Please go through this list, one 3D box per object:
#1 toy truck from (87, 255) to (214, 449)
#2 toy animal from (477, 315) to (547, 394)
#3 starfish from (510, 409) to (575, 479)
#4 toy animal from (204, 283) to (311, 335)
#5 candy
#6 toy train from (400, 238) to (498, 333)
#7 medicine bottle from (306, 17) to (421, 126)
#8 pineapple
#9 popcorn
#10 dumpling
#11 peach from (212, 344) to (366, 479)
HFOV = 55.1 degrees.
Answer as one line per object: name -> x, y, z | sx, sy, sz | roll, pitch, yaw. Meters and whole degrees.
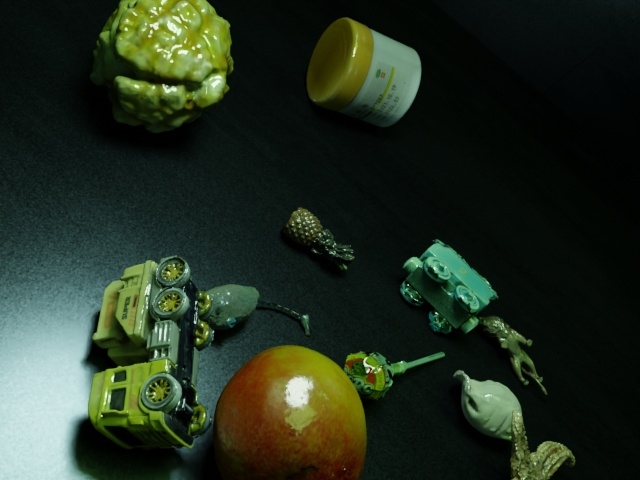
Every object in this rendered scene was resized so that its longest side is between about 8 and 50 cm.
toy truck -> -0.246, 0.155, 0.868 | 0.157, 0.124, 0.272 | -11, 53, 8
toy animal -> 0.437, 0.249, 1.365 | 0.069, 0.086, 0.219 | -31, 76, -9
starfish -> 0.393, 0.472, 1.111 | 0.299, 0.060, 0.302 | 54, 45, -19
toy animal -> -0.123, 0.121, 1.073 | 0.253, 0.070, 0.079 | 13, 79, -45
candy -> 0.152, 0.237, 1.172 | 0.306, 0.083, 0.091 | -2, 36, -50
toy train -> 0.279, 0.105, 1.359 | 0.203, 0.112, 0.163 | 47, 33, 9
medicine bottle -> 0.116, -0.450, 1.671 | 0.232, 0.238, 0.237 | 14, 45, -29
pineapple -> 0.000, 0.000, 1.268 | 0.159, 0.074, 0.074 | 38, 39, -3
popcorn -> -0.318, -0.378, 1.242 | 0.275, 0.279, 0.335 | 7, 58, -8
dumpling -> 0.330, 0.321, 1.211 | 0.169, 0.099, 0.134 | 21, 10, -6
peach -> -0.041, 0.271, 0.865 | 0.231, 0.231, 0.231 | 21, 42, -20
